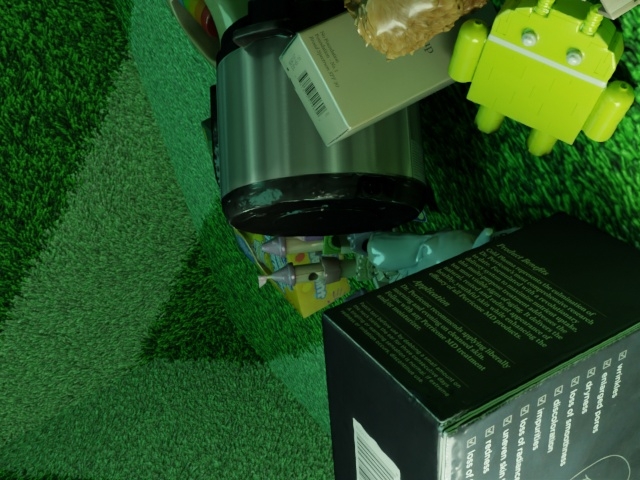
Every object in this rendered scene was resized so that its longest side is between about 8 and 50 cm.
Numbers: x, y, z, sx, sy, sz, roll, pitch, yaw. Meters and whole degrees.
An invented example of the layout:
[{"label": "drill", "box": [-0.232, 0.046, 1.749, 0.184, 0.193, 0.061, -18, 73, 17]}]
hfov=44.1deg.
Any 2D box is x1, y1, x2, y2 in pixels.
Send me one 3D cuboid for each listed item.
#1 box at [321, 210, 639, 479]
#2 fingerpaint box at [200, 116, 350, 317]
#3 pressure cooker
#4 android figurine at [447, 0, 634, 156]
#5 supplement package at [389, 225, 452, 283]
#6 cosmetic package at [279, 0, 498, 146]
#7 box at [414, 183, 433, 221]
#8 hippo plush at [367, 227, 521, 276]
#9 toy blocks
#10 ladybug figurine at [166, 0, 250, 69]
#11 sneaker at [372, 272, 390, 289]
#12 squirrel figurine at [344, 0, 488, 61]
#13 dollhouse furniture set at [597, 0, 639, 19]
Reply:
[{"label": "box", "box": [0.282, 0.279, 1.213, 0.297, 0.472, 0.479, 41, 143, 49]}, {"label": "fingerpaint box", "box": [-0.115, -0.081, 2.039, 0.371, 0.163, 0.444, 42, 154, 42]}, {"label": "pressure cooker", "box": [0.000, -0.232, 1.402, 0.370, 0.376, 0.420, 151, 117, -71]}, {"label": "android figurine", "box": [0.300, -0.227, 1.074, 0.248, 0.056, 0.272, 27, 150, 9]}, {"label": "supplement package", "box": [0.266, 0.117, 1.637, 0.244, 0.134, 0.139, 56, 161, 14]}, {"label": "cosmetic package", "box": [0.114, -0.283, 1.189, 0.160, 0.310, 0.113, 61, 162, -3]}, {"label": "box", "box": [0.164, -0.149, 1.668, 0.136, 0.037, 0.225, 14, 129, 66]}, {"label": "hippo plush", "box": [0.230, 0.099, 1.417, 0.294, 0.234, 0.236, -2, 89, 40]}, {"label": "toy blocks", "box": [0.000, 0.000, 1.695, 0.308, 0.260, 0.288, -107, 16, -47]}, {"label": "ladybug figurine", "box": [-0.246, -0.578, 1.906, 0.449, 0.162, 0.305, 52, 158, 23]}, {"label": "sneaker", "box": [0.207, 0.187, 1.930, 0.292, 0.108, 0.169, 55, 157, 13]}, {"label": "squirrel figurine", "box": [0.067, -0.442, 1.030, 0.397, 0.281, 0.370, 54, -161, -25]}, {"label": "dollhouse furniture set", "box": [0.294, -0.447, 0.917, 0.303, 0.174, 0.355, 54, -167, -19]}]
